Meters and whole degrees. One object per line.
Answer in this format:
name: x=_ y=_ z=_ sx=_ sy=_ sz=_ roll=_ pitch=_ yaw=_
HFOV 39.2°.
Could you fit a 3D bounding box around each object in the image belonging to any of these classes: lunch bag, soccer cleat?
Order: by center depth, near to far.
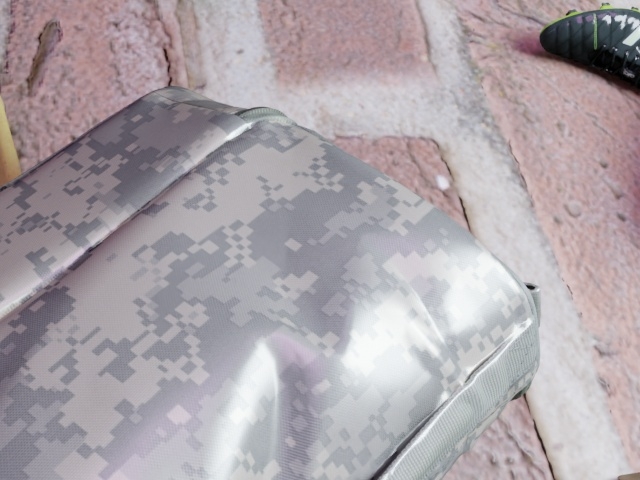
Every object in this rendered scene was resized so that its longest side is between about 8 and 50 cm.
lunch bag: x=-0.067 y=0.087 z=0.450 sx=0.256 sy=0.212 sz=0.305 roll=20 pitch=50 yaw=41
soccer cleat: x=0.284 y=-0.165 z=0.798 sx=0.179 sy=0.060 sz=0.072 roll=4 pitch=70 yaw=-6

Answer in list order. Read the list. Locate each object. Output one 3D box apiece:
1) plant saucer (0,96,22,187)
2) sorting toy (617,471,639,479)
plant saucer: x=-0.382 y=-0.045 z=0.612 sx=0.333 sy=0.081 sz=0.332 roll=-15 pitch=61 yaw=-16
sorting toy: x=0.281 y=0.173 z=0.546 sx=0.275 sy=0.132 sz=0.046 roll=-7 pitch=93 yaw=-6
